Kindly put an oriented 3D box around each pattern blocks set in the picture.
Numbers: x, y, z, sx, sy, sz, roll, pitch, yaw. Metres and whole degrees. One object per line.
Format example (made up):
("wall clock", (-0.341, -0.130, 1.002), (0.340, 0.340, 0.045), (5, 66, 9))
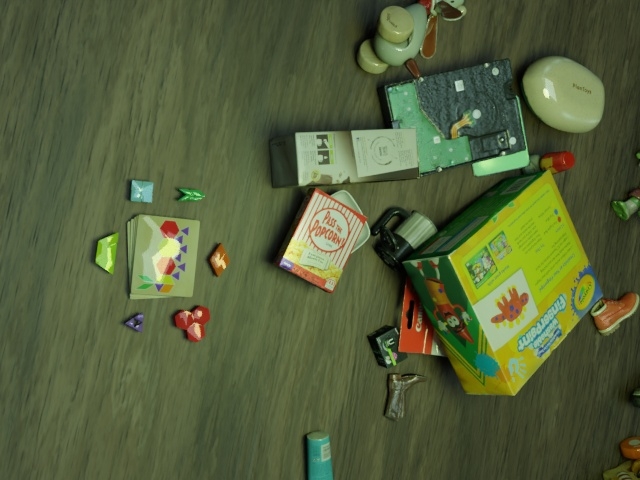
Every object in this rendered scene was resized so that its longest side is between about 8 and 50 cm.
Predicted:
("pattern blocks set", (-0.338, 0.040, 1.711), (0.285, 0.026, 0.325), (15, 86, -23))

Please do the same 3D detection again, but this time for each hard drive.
("hard drive", (0.323, -0.296, 1.947), (0.338, 0.064, 0.237), (-16, 98, -15))

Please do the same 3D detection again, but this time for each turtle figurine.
("turtle figurine", (0.930, -0.176, 2.168), (0.266, 0.275, 0.198), (-43, 73, -12))

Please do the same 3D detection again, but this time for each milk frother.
("milk frother", (0.201, -0.014, 1.880), (0.129, 0.143, 0.135), (46, 76, -10))

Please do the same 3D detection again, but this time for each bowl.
("bowl", (0.031, -0.031, 1.855), (0.142, 0.053, 0.142), (-35, 103, -18))

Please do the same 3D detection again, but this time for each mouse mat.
("mouse mat", (0.447, -0.266, 2.026), (0.152, 0.007, 0.190), (-12, 98, -1))

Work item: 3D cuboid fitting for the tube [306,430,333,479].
("tube", (0.000, 0.553, 1.863), (0.080, 0.052, 0.207), (-6, 99, -18))

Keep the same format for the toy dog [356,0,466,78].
("toy dog", (0.247, -0.489, 1.870), (0.333, 0.220, 0.161), (-40, 84, -8))

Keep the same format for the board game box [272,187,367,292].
("board game box", (0.000, 0.000, 1.789), (0.146, 0.045, 0.194), (28, 80, -22))

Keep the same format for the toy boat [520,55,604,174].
("toy boat", (0.602, -0.316, 2.060), (0.267, 0.148, 0.318), (19, 77, -28))

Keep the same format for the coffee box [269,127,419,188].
("coffee box", (0.054, -0.185, 1.799), (0.297, 0.168, 0.119), (-6, 94, -23))

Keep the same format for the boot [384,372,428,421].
("boot", (0.211, 0.385, 1.952), (0.106, 0.037, 0.114), (4, 87, -10))

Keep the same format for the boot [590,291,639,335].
("boot", (0.813, 0.182, 2.199), (0.158, 0.059, 0.085), (-39, 101, -16))

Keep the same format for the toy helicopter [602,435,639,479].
("toy helicopter", (0.825, 0.671, 2.119), (0.355, 0.235, 0.140), (-21, 100, -21))

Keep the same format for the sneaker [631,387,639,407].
("sneaker", (0.987, 0.360, 2.253), (0.343, 0.134, 0.146), (-31, 97, -29))

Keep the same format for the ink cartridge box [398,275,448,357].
("ink cartridge box", (0.303, 0.191, 1.950), (0.232, 0.066, 0.189), (10, 84, -40))

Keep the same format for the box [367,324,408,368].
("box", (0.161, 0.256, 1.920), (0.062, 0.052, 0.083), (-26, 100, -20))

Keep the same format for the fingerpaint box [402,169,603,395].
("fingerpaint box", (0.451, 0.096, 1.929), (0.445, 0.163, 0.371), (-37, 106, -35))
